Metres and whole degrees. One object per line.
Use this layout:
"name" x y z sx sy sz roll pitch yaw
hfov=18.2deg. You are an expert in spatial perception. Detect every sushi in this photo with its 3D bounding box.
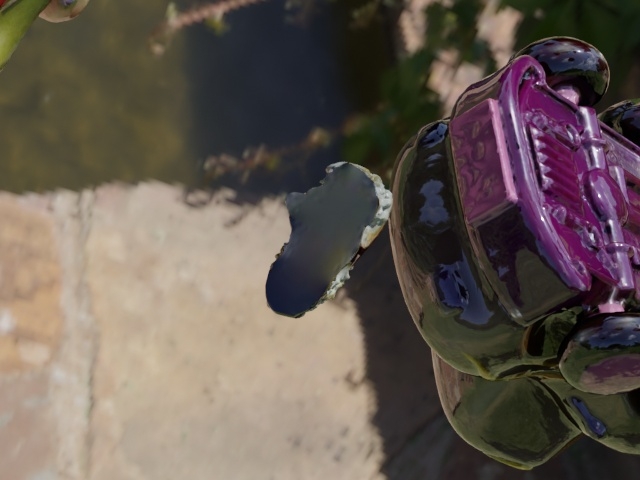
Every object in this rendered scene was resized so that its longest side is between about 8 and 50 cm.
"sushi" 0.000 0.000 0.965 0.044 0.046 0.083 36 93 9

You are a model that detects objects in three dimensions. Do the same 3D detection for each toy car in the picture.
"toy car" 0.161 0.032 1.450 0.340 0.240 0.271 30 42 -42

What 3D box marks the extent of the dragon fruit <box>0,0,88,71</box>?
"dragon fruit" -0.213 -0.219 1.112 0.224 0.227 0.224 19 33 -13
